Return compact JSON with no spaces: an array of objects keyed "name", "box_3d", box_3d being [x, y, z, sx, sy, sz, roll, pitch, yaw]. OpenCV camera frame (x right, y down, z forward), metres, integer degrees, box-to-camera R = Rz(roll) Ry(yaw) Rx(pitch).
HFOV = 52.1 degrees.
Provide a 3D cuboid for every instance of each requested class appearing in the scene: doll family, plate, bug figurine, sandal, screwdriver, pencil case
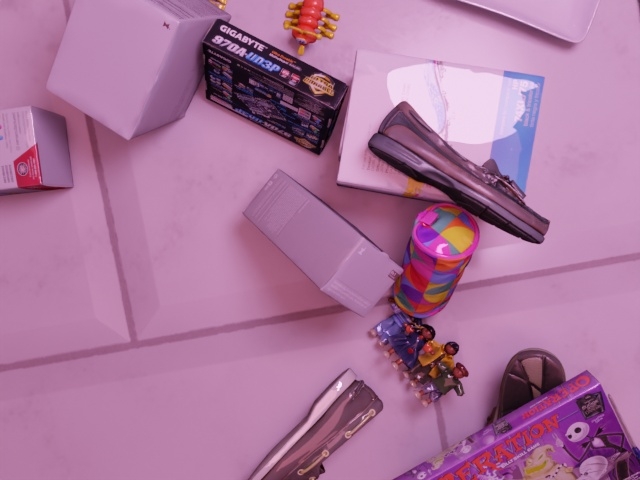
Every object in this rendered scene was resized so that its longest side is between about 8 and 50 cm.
[{"name":"doll family","box_3d":[0.171,0.177,1.093,0.111,0.076,0.193,-39,88,8]},{"name":"plate","box_3d":[0.341,-0.490,1.060,0.278,0.045,0.277,21,94,2]},{"name":"bug figurine","box_3d":[-0.099,-0.430,1.069,0.279,0.072,0.216,13,93,2]},{"name":"sandal","box_3d":[0.328,0.307,1.079,0.120,0.086,0.302,16,110,7]},{"name":"screwdriver","box_3d":[0.527,0.340,1.117,0.025,0.024,0.169,-33,85,32]},{"name":"pencil case","box_3d":[0.167,0.037,1.000,0.105,0.236,0.104,2,61,-4]}]

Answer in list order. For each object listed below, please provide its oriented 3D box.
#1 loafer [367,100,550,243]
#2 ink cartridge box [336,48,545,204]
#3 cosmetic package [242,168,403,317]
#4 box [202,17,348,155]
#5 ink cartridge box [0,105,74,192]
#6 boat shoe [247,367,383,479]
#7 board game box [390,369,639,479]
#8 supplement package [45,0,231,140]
[{"name":"loafer","box_3d":[0.196,-0.092,0.871,0.268,0.096,0.084,31,89,1]},{"name":"ink cartridge box","box_3d":[0.169,-0.160,1.011,0.270,0.198,0.197,9,94,1]},{"name":"cosmetic package","box_3d":[0.000,0.000,1.001,0.107,0.238,0.127,-49,135,5]},{"name":"box","box_3d":[-0.076,-0.233,1.025,0.220,0.175,0.051,27,73,1]},{"name":"ink cartridge box","box_3d":[-0.521,-0.140,1.072,0.176,0.127,0.128,-7,93,3]},{"name":"boat shoe","box_3d":[-0.023,0.353,1.091,0.091,0.109,0.305,42,90,4]},{"name":"board game box","box_3d":[0.306,0.368,1.013,0.347,0.056,0.208,-31,106,3]},{"name":"supplement package","box_3d":[-0.269,-0.287,0.990,0.149,0.203,0.194,32,115,0]}]
